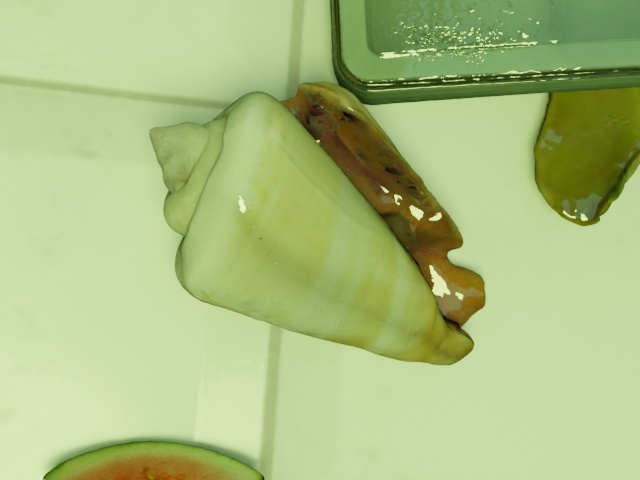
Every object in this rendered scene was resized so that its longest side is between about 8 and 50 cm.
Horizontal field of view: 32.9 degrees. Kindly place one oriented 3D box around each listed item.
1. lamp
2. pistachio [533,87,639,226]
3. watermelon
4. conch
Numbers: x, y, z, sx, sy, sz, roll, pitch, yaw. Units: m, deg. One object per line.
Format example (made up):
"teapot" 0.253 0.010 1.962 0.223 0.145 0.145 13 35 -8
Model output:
"lamp" 0.136 -0.231 0.729 0.267 0.047 0.269 -3 85 5
"pistachio" 0.205 -0.089 0.776 0.090 0.049 0.172 15 83 10
"watermelon" -0.109 0.178 0.652 0.135 0.094 0.125 27 87 -6
"conch" -0.010 0.002 0.694 0.255 0.127 0.158 45 45 -29
